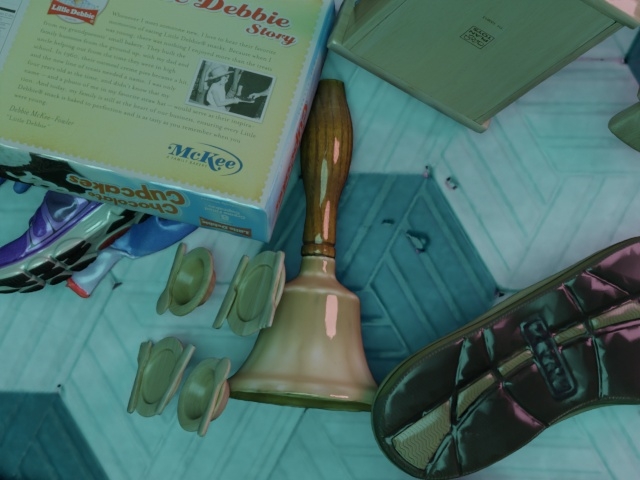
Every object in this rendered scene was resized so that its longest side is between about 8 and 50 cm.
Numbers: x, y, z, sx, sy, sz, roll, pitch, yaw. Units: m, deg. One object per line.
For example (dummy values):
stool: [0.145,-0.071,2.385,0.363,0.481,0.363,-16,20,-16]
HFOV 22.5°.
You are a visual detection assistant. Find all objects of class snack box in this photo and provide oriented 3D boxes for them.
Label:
snack box: [-0.166,-0.126,1.168,0.322,0.060,0.187,14,65,6]

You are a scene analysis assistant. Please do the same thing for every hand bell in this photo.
hand bell: [0.000,0.000,1.187,0.126,0.126,0.242,5,79,6]

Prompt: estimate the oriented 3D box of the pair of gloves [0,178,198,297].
pair of gloves: [-0.180,-0.065,1.228,0.159,0.023,0.198,-42,88,5]

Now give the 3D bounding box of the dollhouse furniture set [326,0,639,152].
dollhouse furniture set: [0.188,-0.243,1.164,0.286,0.198,0.303,28,63,-17]

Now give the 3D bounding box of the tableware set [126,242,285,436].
tableware set: [-0.087,0.069,1.170,0.020,0.169,0.141,26,79,-32]

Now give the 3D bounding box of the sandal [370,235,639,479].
sandal: [0.172,0.076,1.157,0.303,0.086,0.120,-19,93,-10]

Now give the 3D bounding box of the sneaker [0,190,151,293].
sneaker: [-0.187,-0.021,1.199,0.170,0.068,0.071,-36,76,-2]
